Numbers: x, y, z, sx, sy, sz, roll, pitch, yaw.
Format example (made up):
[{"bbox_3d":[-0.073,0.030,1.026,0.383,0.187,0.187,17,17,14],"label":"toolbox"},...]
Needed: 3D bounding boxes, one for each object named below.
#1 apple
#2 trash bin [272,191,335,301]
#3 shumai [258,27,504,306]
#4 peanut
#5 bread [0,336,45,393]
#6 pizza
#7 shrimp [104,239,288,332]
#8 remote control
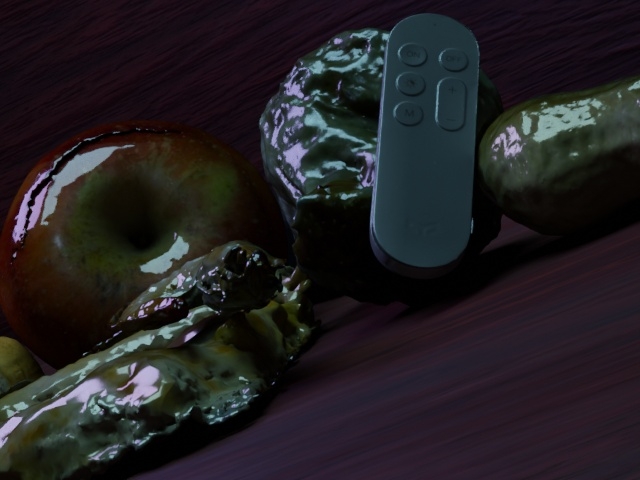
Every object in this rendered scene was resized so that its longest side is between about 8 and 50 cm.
[{"bbox_3d":[-0.170,0.015,1.828,0.272,0.251,0.206,-43,-7,-15],"label":"apple"},{"bbox_3d":[0.000,0.000,2.011,0.165,0.115,0.225,-26,7,-33],"label":"trash bin"},{"bbox_3d":[0.025,-0.030,1.614,0.222,0.225,0.261,-49,-1,-32],"label":"shumai"},{"bbox_3d":[0.219,-0.065,1.444,0.236,0.110,0.120,-12,-7,42],"label":"peanut"},{"bbox_3d":[-0.318,0.153,1.796,0.149,0.122,0.073,-22,1,28],"label":"bread"},{"bbox_3d":[-0.199,0.138,1.538,0.392,0.080,0.435,-24,2,10],"label":"pizza"},{"bbox_3d":[-0.092,0.035,1.438,0.133,0.053,0.236,-15,3,-18],"label":"shrimp"},{"bbox_3d":[0.082,-0.076,1.498,0.077,0.245,0.022,6,-34,0],"label":"remote control"}]
